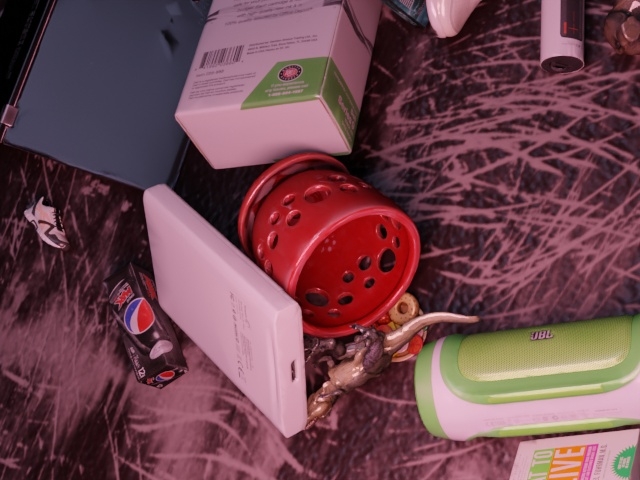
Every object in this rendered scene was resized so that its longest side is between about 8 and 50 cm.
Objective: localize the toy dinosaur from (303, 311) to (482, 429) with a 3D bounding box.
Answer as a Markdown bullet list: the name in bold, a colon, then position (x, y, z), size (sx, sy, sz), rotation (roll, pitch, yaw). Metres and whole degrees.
- **toy dinosaur**: position (0.052, 0.136, 1.340), size (0.268, 0.118, 0.064), rotation (-35, 51, 24)

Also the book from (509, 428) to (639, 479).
- **book**: position (0.275, 0.255, 1.205), size (0.144, 0.035, 0.096), rotation (-16, 28, 36)

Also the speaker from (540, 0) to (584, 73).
- **speaker**: position (0.303, -0.280, 1.399), size (0.055, 0.055, 0.136), rotation (-3, 72, 26)

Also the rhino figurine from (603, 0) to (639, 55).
- **rhino figurine**: position (0.408, -0.330, 1.338), size (0.073, 0.106, 0.243), rotation (24, 84, -3)

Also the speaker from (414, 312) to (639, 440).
- **speaker**: position (0.261, 0.152, 1.241), size (0.296, 0.131, 0.131), rotation (-10, 70, 24)

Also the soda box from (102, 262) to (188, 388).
- **soda box**: position (-0.243, 0.117, 1.547), size (0.053, 0.060, 0.169), rotation (-33, 62, 14)

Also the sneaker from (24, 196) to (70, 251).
- **sneaker**: position (-0.408, -0.026, 1.690), size (0.044, 0.040, 0.109), rotation (-47, 60, 4)

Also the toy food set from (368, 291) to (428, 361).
- **toy food set**: position (0.096, 0.112, 1.398), size (0.083, 0.020, 0.083), rotation (-32, 62, 14)

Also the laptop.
- **laptop**: position (-0.356, -0.288, 1.761), size (0.408, 0.236, 0.382), rotation (6, 75, 58)

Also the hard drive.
- **hard drive**: position (-0.122, 0.083, 1.401), size (0.040, 0.203, 0.307), rotation (-24, 42, -27)

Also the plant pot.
- **plant pot**: position (0.000, 0.000, 1.383), size (0.191, 0.191, 0.174), rotation (-51, 45, 4)

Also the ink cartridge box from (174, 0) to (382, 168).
- **ink cartridge box**: position (-0.046, -0.251, 1.486), size (0.211, 0.121, 0.289), rotation (-4, 54, 25)

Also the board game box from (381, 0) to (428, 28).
- **board game box**: position (0.132, -0.394, 1.482), size (0.026, 0.126, 0.186), rotation (20, 83, 51)

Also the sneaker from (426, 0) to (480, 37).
- **sneaker**: position (0.229, -0.393, 1.450), size (0.118, 0.110, 0.292), rotation (25, 87, 22)
